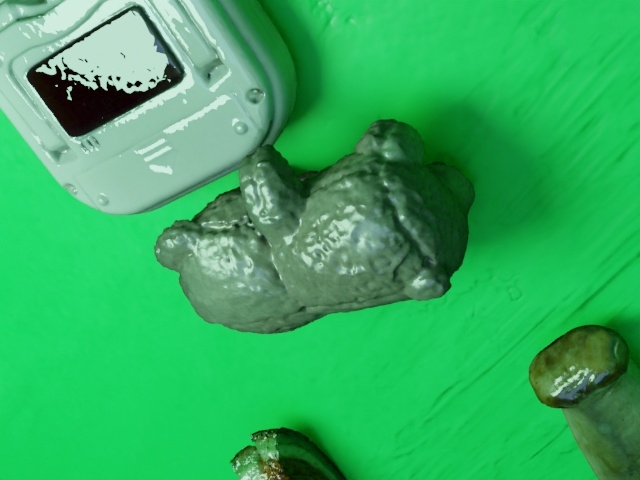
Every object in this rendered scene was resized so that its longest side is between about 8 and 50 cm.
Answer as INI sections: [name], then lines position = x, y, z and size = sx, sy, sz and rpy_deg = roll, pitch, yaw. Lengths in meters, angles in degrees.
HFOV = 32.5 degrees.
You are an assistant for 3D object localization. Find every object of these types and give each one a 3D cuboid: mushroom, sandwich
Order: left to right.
[sandwich]
position = -0.013, 0.318, 1.197
size = 0.079, 0.159, 0.235
rpy_deg = -22, 135, 23
[mushroom]
position = 0.305, 0.203, 1.060
size = 0.100, 0.081, 0.312
rpy_deg = -20, 120, 31

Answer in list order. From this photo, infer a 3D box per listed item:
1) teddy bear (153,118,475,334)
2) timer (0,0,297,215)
[teddy bear]
position = 0.001, 0.001, 0.965
size = 0.267, 0.151, 0.236
rpy_deg = -12, 147, 35
[timer]
position = -0.166, -0.145, 0.957
size = 0.262, 0.087, 0.237
rpy_deg = -24, 113, 28
